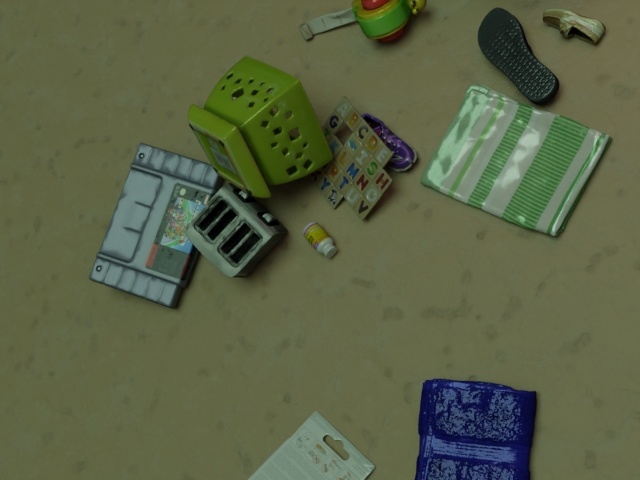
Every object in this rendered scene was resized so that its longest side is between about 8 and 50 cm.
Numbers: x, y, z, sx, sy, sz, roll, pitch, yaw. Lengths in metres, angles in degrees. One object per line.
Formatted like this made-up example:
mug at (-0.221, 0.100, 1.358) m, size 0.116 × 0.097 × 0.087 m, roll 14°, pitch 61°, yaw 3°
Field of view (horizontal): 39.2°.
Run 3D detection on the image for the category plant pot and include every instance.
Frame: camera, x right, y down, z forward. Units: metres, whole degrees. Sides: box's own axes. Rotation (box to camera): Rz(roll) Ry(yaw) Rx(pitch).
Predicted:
plant pot at (-0.142, -0.235, 1.963) m, size 0.207 × 0.227 × 0.228 m, roll -39°, pitch 40°, yaw -17°

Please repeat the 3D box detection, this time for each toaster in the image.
toaster at (-0.197, -0.018, 2.023) m, size 0.168 × 0.110 × 0.186 m, roll 45°, pitch 97°, yaw 8°

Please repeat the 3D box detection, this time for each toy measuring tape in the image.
toy measuring tape at (0.086, -0.498, 2.053) m, size 0.330 × 0.121 × 0.121 m, roll -10°, pitch 70°, yaw 28°

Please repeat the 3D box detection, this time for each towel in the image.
towel at (0.281, 0.419, 1.695) m, size 0.227 × 0.076 × 0.308 m, roll 0°, pitch 74°, yaw 27°
towel at (0.394, -0.168, 1.844) m, size 0.325 × 0.038 × 0.248 m, roll 27°, pitch 88°, yaw 30°

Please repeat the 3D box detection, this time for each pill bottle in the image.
pill bottle at (0.000, 0.000, 1.983) m, size 0.043 × 0.043 × 0.083 m, roll -46°, pitch 60°, yaw 7°

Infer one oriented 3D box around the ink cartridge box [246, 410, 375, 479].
ink cartridge box at (-0.025, 0.499, 1.849) m, size 0.232 × 0.066 × 0.189 m, roll -42°, pitch 58°, yaw -15°

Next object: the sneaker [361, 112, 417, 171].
sneaker at (0.139, -0.215, 1.965) m, size 0.068 × 0.071 × 0.170 m, roll -47°, pitch 61°, yaw 6°

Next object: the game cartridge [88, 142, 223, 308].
game cartridge at (-0.385, -0.037, 2.144) m, size 0.230 × 0.068 × 0.355 m, roll 17°, pitch 82°, yaw 16°

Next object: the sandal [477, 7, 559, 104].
sandal at (0.412, -0.381, 1.894) m, size 0.097 × 0.054 × 0.254 m, roll -37°, pitch 61°, yaw 22°

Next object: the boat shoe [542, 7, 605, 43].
boat shoe at (0.517, -0.442, 1.860) m, size 0.135 × 0.050 × 0.045 m, roll 24°, pitch 81°, yaw 30°

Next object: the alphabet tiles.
alphabet tiles at (0.061, -0.167, 1.982) m, size 0.198 × 0.009 × 0.237 m, roll -53°, pitch 56°, yaw 28°
